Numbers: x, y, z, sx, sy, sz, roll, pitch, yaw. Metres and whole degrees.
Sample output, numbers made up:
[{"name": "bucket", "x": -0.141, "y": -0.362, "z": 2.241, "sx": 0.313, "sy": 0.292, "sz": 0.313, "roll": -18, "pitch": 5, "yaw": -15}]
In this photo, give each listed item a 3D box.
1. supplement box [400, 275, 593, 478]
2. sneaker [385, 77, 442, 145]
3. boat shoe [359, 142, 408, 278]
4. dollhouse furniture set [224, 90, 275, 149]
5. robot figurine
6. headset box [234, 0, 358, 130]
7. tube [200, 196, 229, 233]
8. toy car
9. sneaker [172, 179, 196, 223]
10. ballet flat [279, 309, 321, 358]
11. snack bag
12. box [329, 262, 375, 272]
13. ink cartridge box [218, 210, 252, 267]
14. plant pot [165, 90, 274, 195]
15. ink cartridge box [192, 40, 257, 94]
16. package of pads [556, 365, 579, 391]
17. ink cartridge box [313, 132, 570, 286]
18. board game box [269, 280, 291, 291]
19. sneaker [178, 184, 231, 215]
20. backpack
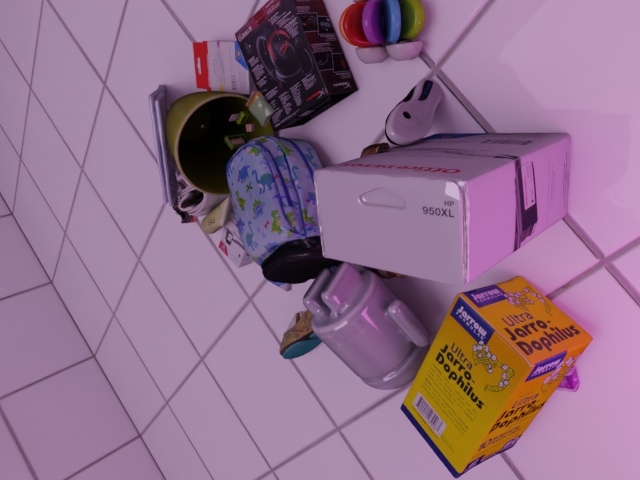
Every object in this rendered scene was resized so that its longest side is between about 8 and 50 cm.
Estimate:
[{"name": "supplement box", "x": 0.343, "y": 0.279, "z": 1.121, "sx": 0.195, "sy": 0.194, "sz": 0.356, "roll": 49, "pitch": 136, "yaw": 38}, {"name": "sneaker", "x": 0.168, "y": -0.230, "z": 1.106, "sx": 0.079, "sy": 0.216, "sz": 0.121, "roll": 41, "pitch": 140, "yaw": -5}, {"name": "boat shoe", "x": 0.173, "y": -0.062, "z": 1.240, "sx": 0.120, "sy": 0.123, "sz": 0.323, "roll": 4, "pitch": 118, "yaw": 38}, {"name": "dollhouse furniture set", "x": -0.183, "y": -0.295, "z": 1.357, "sx": 0.076, "sy": 0.059, "sz": 0.151, "roll": 55, "pitch": 135, "yaw": 14}, {"name": "robot figurine", "x": 0.119, "y": 0.212, "z": 1.293, "sx": 0.353, "sy": 0.199, "sz": 0.300, "roll": 46, "pitch": 147, "yaw": -17}, {"name": "headset box", "x": -0.068, "y": -0.443, "z": 1.306, "sx": 0.218, "sy": 0.110, "sz": 0.293, "roll": -21, "pitch": 92, "yaw": 47}, {"name": "tube", "x": -0.319, "y": -0.070, "z": 1.693, "sx": 0.070, "sy": 0.062, "sz": 0.240, "roll": 62, "pitch": 156, "yaw": -4}, {"name": "toy car", "x": 0.117, "y": -0.442, "z": 1.107, "sx": 0.182, "sy": 0.136, "sz": 0.159, "roll": 11, "pitch": 114, "yaw": 41}, {"name": "sneaker", "x": -0.477, "y": -0.131, "z": 1.871, "sx": 0.061, "sy": 0.065, "sz": 0.157, "roll": -19, "pitch": 93, "yaw": 47}, {"name": "ballet flat", "x": -0.029, "y": 0.240, "z": 1.558, "sx": 0.123, "sy": 0.123, "sz": 0.348, "roll": 57, "pitch": 144, "yaw": 10}, {"name": "snack bag", "x": -0.480, "y": -0.306, "z": 1.702, "sx": 0.342, "sy": 0.037, "sz": 0.322, "roll": -117, "pitch": 23, "yaw": -66}, {"name": "box", "x": 0.076, "y": 0.069, "z": 1.426, "sx": 0.136, "sy": 0.037, "sz": 0.225, "roll": 45, "pitch": 139, "yaw": 22}, {"name": "ink cartridge box", "x": -0.247, "y": -0.008, "z": 1.700, "sx": 0.109, "sy": 0.063, "sz": 0.150, "roll": 44, "pitch": 132, "yaw": 23}, {"name": "plant pot", "x": -0.320, "y": -0.304, "z": 1.528, "sx": 0.293, "sy": 0.275, "sz": 0.274, "roll": 39, "pitch": 132, "yaw": 47}, {"name": "ink cartridge box", "x": -0.246, "y": -0.474, "z": 1.491, "sx": 0.231, "sy": 0.078, "sz": 0.134, "roll": 18, "pitch": 118, "yaw": 38}, {"name": "package of pads", "x": 0.485, "y": 0.283, "z": 1.130, "sx": 0.083, "sy": 0.032, "sz": 0.050, "roll": -5, "pitch": 105, "yaw": 45}, {"name": "ink cartridge box", "x": 0.224, "y": -0.080, "z": 0.967, "sx": 0.286, "sy": 0.395, "sz": 0.166, "roll": 10, "pitch": 114, "yaw": 42}, {"name": "board game box", "x": -0.124, "y": 0.098, "z": 1.656, "sx": 0.090, "sy": 0.020, "sz": 0.089, "roll": 25, "pitch": 124, "yaw": 35}, {"name": "sneaker", "x": -0.388, "y": -0.131, "z": 1.711, "sx": 0.293, "sy": 0.169, "sz": 0.108, "roll": -24, "pitch": 91, "yaw": 48}, {"name": "backpack", "x": -0.094, "y": -0.094, "z": 1.383, "sx": 0.290, "sy": 0.274, "sz": 0.355, "roll": -30, "pitch": 56, "yaw": 56}]
